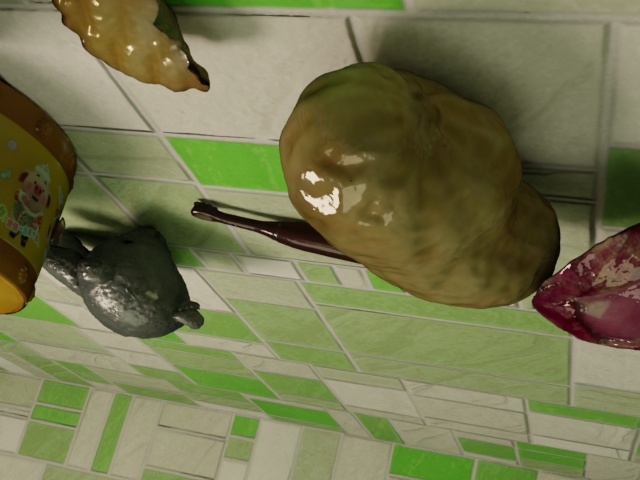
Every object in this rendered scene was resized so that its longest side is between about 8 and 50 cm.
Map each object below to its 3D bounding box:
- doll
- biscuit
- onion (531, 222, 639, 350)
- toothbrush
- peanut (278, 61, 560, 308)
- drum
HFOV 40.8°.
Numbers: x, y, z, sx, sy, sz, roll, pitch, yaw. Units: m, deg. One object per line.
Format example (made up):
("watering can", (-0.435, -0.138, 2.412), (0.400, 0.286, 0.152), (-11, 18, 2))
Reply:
("doll", (-0.319, 0.034, 1.338), (0.246, 0.158, 0.340), (23, -175, -33))
("biscuit", (-0.170, -0.204, 0.755), (0.118, 0.061, 0.183), (6, 154, 23))
("onion", (0.349, 0.059, 0.875), (0.247, 0.111, 0.250), (-15, 160, -8))
("toothbrush", (0.000, 0.001, 1.165), (0.364, 0.041, 0.041), (13, 158, 4))
("peanut", (0.112, -0.043, 0.835), (0.192, 0.169, 0.387), (-33, 142, 22))
("drum", (-0.535, -0.073, 1.086), (0.431, 0.214, 0.431), (11, 158, 5))
